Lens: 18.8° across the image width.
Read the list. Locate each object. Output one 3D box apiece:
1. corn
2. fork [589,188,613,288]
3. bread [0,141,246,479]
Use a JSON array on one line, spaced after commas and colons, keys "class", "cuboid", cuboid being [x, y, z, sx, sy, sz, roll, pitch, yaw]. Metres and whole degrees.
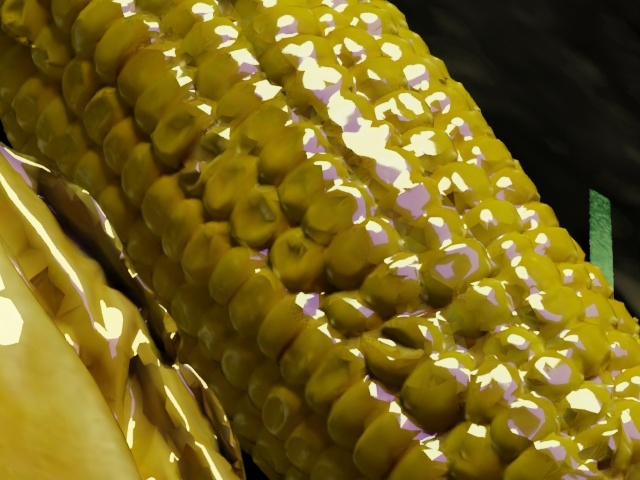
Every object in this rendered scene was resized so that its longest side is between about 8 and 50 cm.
[{"class": "corn", "cuboid": [0.000, 0.000, 0.545, 0.119, 0.119, 0.322, -5, 51, -48]}, {"class": "fork", "cuboid": [0.096, 0.049, 0.667, 0.039, 0.021, 0.235, 33, 28, -12]}, {"class": "bread", "cuboid": [-0.110, 0.075, 0.305, 0.227, 0.142, 0.253, 11, 35, -33]}]
